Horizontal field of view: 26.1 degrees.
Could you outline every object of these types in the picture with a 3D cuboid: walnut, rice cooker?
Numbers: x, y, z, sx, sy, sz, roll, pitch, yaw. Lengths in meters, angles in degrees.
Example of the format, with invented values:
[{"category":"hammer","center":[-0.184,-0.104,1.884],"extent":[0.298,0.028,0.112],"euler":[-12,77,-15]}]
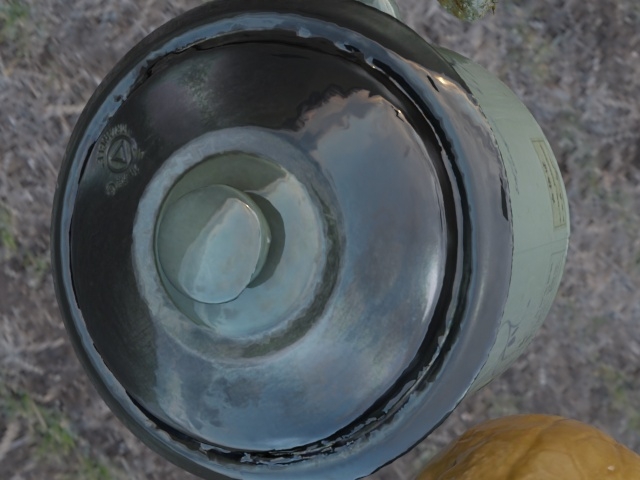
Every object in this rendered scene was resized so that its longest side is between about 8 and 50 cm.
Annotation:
[{"category":"walnut","center":[0.122,0.207,0.822],"extent":[0.225,0.193,0.193],"euler":[-41,151,-55]},{"category":"rice cooker","center":[0.000,0.000,0.792],"extent":[0.316,0.264,0.317],"euler":[11,90,-69]}]

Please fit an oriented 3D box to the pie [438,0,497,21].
[{"category":"pie","center":[0.100,-0.275,1.125],"extent":[0.079,0.163,0.193],"euler":[-31,125,-19]}]
